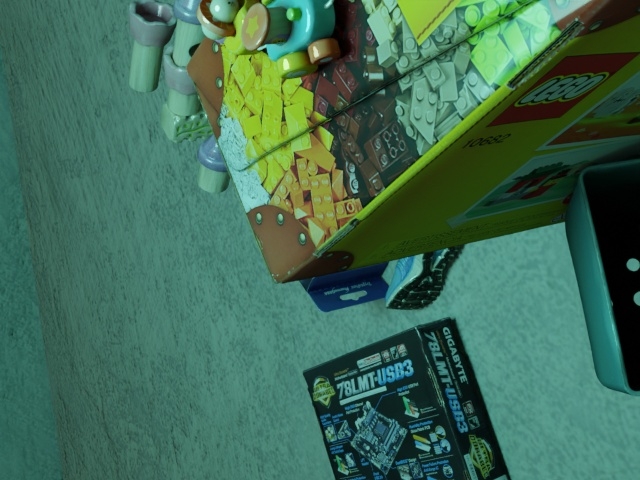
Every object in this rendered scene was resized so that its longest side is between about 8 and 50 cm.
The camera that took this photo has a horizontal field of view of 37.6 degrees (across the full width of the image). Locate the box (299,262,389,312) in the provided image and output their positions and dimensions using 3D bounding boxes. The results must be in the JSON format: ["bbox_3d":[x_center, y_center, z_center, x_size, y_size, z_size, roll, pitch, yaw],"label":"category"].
[{"bbox_3d":[0.000,0.000,1.322,0.225,0.136,0.037,53,135,30],"label":"box"}]

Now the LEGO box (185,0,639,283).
[{"bbox_3d":[0.212,-0.165,0.699,0.372,0.500,0.193,-42,66,48],"label":"LEGO box"}]

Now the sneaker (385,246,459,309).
[{"bbox_3d":[0.129,0.027,1.238,0.162,0.063,0.073,-62,33,34],"label":"sneaker"}]

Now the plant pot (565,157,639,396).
[{"bbox_3d":[0.291,0.036,0.770,0.234,0.165,0.166,62,-162,-78],"label":"plant pot"}]

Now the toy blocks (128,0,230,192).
[{"bbox_3d":[-0.064,-0.247,1.220,0.309,0.288,0.260,55,142,34],"label":"toy blocks"}]

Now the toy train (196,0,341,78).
[{"bbox_3d":[-0.044,-0.170,0.581,0.166,0.046,0.125,39,129,42],"label":"toy train"}]

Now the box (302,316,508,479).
[{"bbox_3d":[0.114,0.283,1.294,0.295,0.073,0.294,-31,73,52],"label":"box"}]
